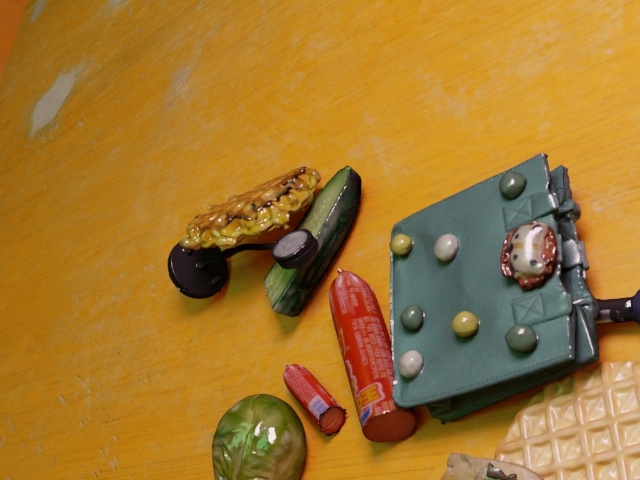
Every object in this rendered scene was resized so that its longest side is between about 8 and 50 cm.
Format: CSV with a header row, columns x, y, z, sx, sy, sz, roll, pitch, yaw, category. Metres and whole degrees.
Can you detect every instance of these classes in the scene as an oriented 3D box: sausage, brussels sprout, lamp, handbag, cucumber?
x,y,z,sx,sy,sz,roll,pitch,yaw,category
-0.016,0.219,1.188,0.048,0.050,0.145,-35,36,-12,sausage
-0.092,0.291,1.166,0.155,0.117,0.155,-25,43,26,brussels sprout
-0.110,0.037,1.345,0.371,0.108,0.130,-8,34,45,lamp
0.061,0.140,1.126,0.074,0.074,0.274,-39,42,24,sausage
0.185,0.056,0.992,0.274,0.100,0.269,-31,45,45,handbag
0.000,0.000,1.286,0.244,0.063,0.115,-59,22,4,cucumber

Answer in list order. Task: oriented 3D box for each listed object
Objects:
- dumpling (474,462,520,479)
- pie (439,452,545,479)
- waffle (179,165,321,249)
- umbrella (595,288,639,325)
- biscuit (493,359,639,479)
x,y,z,sx,sy,sz,roll,pitch,yaw,category
0.160,0.367,0.714,0.166,0.086,0.332,23,101,26,dumpling
0.165,0.386,0.814,0.337,0.075,0.338,-12,73,46,pie
-0.111,-0.050,1.349,0.237,0.059,0.243,-22,14,17,waffle
0.371,0.069,0.846,0.248,0.071,0.071,-18,54,47,umbrella
0.274,0.238,0.857,0.309,0.040,0.204,-50,39,12,biscuit
